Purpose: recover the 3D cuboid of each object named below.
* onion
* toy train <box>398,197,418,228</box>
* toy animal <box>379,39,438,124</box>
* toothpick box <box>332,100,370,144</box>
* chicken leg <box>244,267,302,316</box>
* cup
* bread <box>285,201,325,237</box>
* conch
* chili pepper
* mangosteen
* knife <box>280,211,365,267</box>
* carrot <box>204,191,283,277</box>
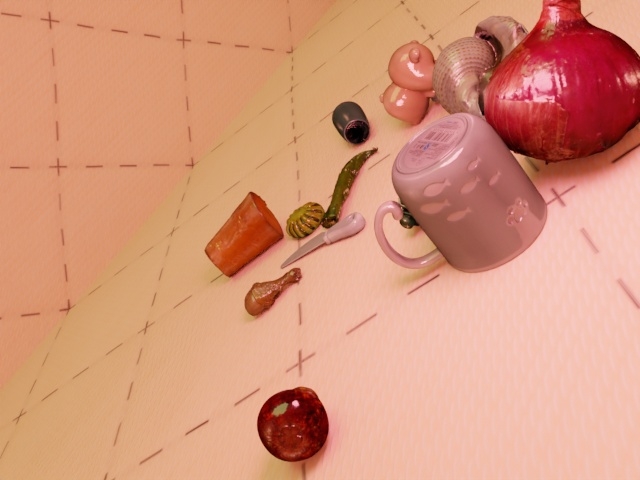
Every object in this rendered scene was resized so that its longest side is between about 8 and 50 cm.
[{"bbox_3d":[0.520,-0.363,1.411,0.348,0.385,0.347,-9,24,4],"label":"onion"},{"bbox_3d":[0.305,-0.122,1.689,0.159,0.101,0.248,18,63,44],"label":"toy train"},{"bbox_3d":[0.290,-0.505,2.132,0.221,0.229,0.210,-35,21,20],"label":"toy animal"},{"bbox_3d":[0.113,-0.417,2.374,0.120,0.120,0.184,-37,29,12],"label":"toothpick box"},{"bbox_3d":[-0.140,0.140,1.935,0.198,0.069,0.085,-35,27,-1],"label":"chicken leg"},{"bbox_3d":[0.273,-0.088,1.457,0.357,0.274,0.259,-34,26,15],"label":"cup"},{"bbox_3d":[-0.053,-0.067,2.125,0.139,0.071,0.130,-12,44,47],"label":"bread"},{"bbox_3d":[0.467,-0.433,1.799,0.303,0.215,0.319,-33,58,31],"label":"conch"},{"bbox_3d":[0.087,-0.184,2.114,0.359,0.076,0.085,-63,7,-35],"label":"chili pepper"},{"bbox_3d":[-0.062,0.367,1.376,0.156,0.146,0.181,-40,25,11],"label":"mangosteen"},{"bbox_3d":[0.001,-0.002,1.990,0.331,0.044,0.080,-28,29,35],"label":"knife"},{"bbox_3d":[-0.270,-0.017,2.221,0.254,0.196,0.196,-39,26,8],"label":"carrot"}]
